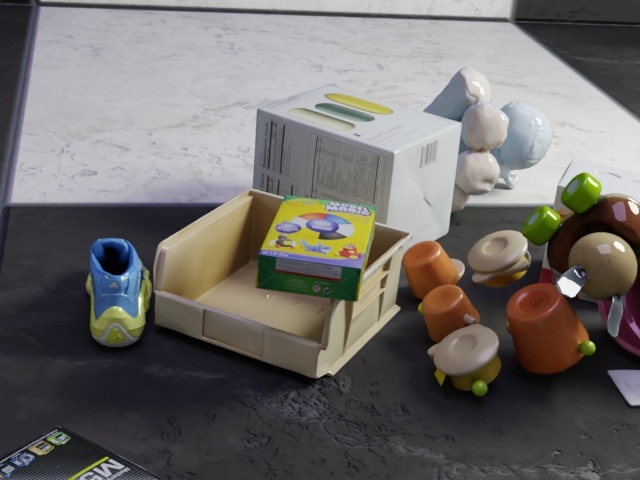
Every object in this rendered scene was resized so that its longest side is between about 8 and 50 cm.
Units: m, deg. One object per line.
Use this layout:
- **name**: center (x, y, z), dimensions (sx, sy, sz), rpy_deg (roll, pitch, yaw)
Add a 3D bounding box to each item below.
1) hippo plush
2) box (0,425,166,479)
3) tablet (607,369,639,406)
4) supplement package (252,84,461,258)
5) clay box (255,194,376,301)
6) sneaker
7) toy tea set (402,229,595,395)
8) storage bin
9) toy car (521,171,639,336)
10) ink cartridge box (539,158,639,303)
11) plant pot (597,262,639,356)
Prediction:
- **hippo plush**: center (0.280, -0.146, 2.008), dimensions (0.237, 0.234, 0.294), rpy_deg (9, -24, -35)
- **box**: center (-0.261, 0.270, 1.121), dimensions (0.184, 0.045, 0.191), rpy_deg (18, 28, 32)
- **tablet**: center (0.409, 0.190, 1.467), dimensions (0.054, 0.006, 0.083), rpy_deg (1, 25, -9)
- **supplement package**: center (0.054, -0.109, 1.817), dimensions (0.263, 0.198, 0.199), rpy_deg (21, 30, 31)
- **clay box**: center (0.000, 0.000, 1.454), dimensions (0.127, 0.053, 0.222), rpy_deg (8, 26, 5)
- **sneaker**: center (-0.267, 0.037, 1.526), dimensions (0.091, 0.126, 0.240), rpy_deg (-1, 26, -13)
- **toy tea set**: center (0.230, 0.101, 1.547), dimensions (0.200, 0.124, 0.336), rpy_deg (-26, 30, 4)
- **storage bin**: center (-0.051, 0.053, 1.538), dimensions (0.262, 0.123, 0.260), rpy_deg (16, 27, 22)
- **toy car**: center (0.344, 0.037, 1.438), dimensions (0.155, 0.149, 0.188), rpy_deg (36, 40, -11)
- **ink cartridge box**: center (0.412, -0.014, 1.704), dimensions (0.128, 0.176, 0.127), rpy_deg (13, 26, 18)
- **plant pot**: center (0.512, 0.067, 1.557), dimensions (0.180, 0.201, 0.201), rpy_deg (7, 19, -37)
